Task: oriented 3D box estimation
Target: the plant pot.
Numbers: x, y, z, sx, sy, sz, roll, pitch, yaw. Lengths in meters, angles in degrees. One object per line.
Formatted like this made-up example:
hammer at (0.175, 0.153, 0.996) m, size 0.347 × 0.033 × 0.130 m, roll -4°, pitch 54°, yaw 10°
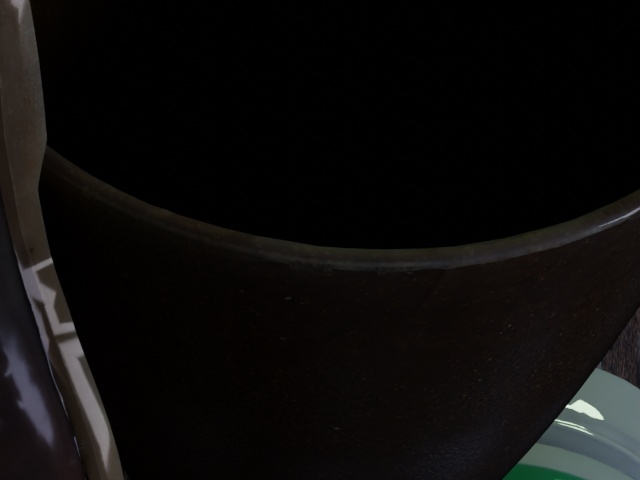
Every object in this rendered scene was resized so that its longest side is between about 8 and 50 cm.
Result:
plant pot at (0.000, 0.000, 0.556) m, size 0.230 × 0.215 × 0.215 m, roll 96°, pitch 5°, yaw -48°

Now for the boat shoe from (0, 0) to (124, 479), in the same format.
boat shoe at (-0.094, 0.018, 0.411) m, size 0.073 × 0.073 × 0.207 m, roll -26°, pitch 118°, yaw -32°

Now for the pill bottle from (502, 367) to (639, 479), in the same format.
pill bottle at (0.067, 0.211, 0.760) m, size 0.361 × 0.204 × 0.204 m, roll -67°, pitch 153°, yaw -59°
